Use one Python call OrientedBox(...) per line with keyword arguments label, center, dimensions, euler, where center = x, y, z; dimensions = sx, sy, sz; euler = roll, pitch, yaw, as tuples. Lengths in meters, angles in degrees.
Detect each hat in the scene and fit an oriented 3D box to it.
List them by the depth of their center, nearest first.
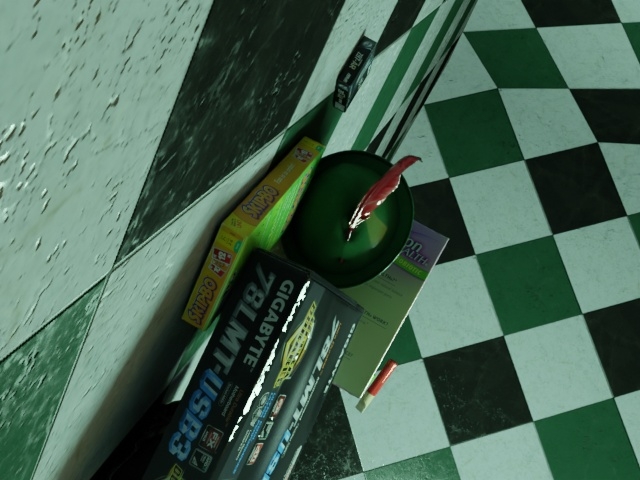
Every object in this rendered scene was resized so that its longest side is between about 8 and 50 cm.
OrientedBox(label="hat", center=(0.010, -0.050, 0.973), dimensions=(0.208, 0.173, 0.183), euler=(-47, 159, 8))

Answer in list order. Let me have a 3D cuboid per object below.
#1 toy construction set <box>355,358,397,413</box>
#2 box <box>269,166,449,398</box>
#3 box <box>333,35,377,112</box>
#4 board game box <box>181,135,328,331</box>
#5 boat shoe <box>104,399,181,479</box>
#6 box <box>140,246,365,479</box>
OrientedBox(label="toy construction set", center=(-0.019, 0.284, 1.887), dimensions=(0.237, 0.309, 0.257), euler=(-56, 169, 7))
OrientedBox(label="box", center=(0.022, 0.051, 1.145), dimensions=(0.243, 0.213, 0.117), euler=(-61, 176, 3))
OrientedBox(label="box", center=(0.041, -0.200, 1.013), dimensions=(0.067, 0.018, 0.083), euler=(-59, 176, -13))
OrientedBox(label="board game box", center=(-0.061, -0.020, 0.887), dimensions=(0.124, 0.039, 0.259), euler=(-63, 174, 32))
OrientedBox(label="boat shoe", center=(-0.164, 0.232, 0.986), dimensions=(0.285, 0.102, 0.092), euler=(-22, 117, -64))
OrientedBox(label="box", center=(-0.063, 0.176, 0.909), dimensions=(0.296, 0.073, 0.293), euler=(-64, 161, -6))
